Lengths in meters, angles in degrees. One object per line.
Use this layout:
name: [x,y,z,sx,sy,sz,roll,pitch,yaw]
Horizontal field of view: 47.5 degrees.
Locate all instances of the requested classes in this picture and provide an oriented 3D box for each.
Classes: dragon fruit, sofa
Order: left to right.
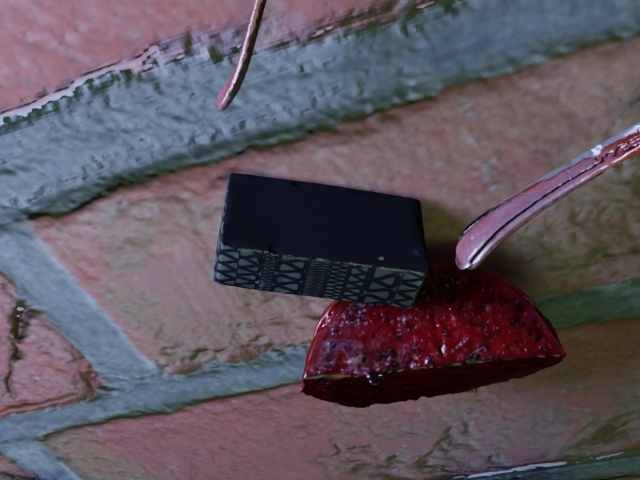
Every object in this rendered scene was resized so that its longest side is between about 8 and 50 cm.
sofa: [0.000,0.000,0.423,0.117,0.060,0.039,8,140,-8]
dragon fruit: [0.061,0.063,0.478,0.162,0.083,0.106,-10,155,-5]

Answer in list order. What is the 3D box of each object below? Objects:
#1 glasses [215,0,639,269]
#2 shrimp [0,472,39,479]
glasses: [0.096,-0.116,0.311,0.234,0.118,0.268,29,143,-26]
shrimp: [-0.284,0.276,0.709,0.195,0.035,0.148,14,131,-3]
